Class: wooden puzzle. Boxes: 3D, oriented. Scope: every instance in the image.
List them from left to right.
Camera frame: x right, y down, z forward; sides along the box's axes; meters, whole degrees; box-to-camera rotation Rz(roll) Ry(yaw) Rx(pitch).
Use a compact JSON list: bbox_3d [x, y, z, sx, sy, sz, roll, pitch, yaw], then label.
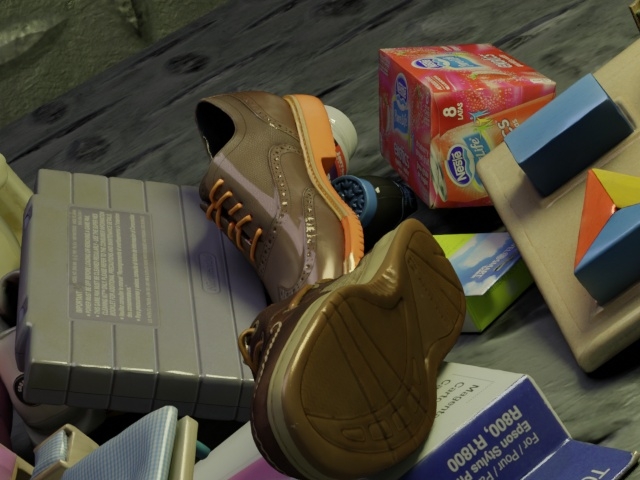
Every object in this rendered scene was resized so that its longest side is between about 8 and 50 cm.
[{"bbox_3d":[0.281,-0.091,1.332,0.322,0.080,0.348,-38,29,12],"label":"wooden puzzle"}]

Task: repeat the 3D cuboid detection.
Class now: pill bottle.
[{"bbox_3d":[-0.032,-0.078,1.900,0.108,0.108,0.193,-14,23,35],"label":"pill bottle"}]

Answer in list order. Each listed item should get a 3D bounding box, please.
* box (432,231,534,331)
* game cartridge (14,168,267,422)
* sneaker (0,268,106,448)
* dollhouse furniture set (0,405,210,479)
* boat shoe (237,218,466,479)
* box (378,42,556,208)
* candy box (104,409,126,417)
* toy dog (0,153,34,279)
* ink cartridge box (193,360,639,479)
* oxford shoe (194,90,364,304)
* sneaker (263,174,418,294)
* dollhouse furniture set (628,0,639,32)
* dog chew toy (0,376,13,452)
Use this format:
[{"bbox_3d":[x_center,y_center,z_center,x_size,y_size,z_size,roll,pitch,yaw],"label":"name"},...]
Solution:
[{"bbox_3d":[0.120,0.036,1.476,0.109,0.042,0.178,-41,22,-32],"label":"box"},{"bbox_3d":[-0.168,0.046,1.559,0.230,0.068,0.355,3,29,-9],"label":"game cartridge"},{"bbox_3d":[-0.258,0.074,1.668,0.122,0.146,0.330,-28,16,7],"label":"sneaker"},{"bbox_3d":[-0.222,0.173,1.130,0.303,0.198,0.286,-36,31,29],"label":"dollhouse furniture set"},{"bbox_3d":[0.007,0.088,1.184,0.123,0.123,0.342,-26,12,24],"label":"boat shoe"},{"bbox_3d":[0.144,-0.122,1.686,0.128,0.123,0.257,-4,16,-8],"label":"box"},{"bbox_3d":[-0.193,0.122,1.716,0.105,0.027,0.206,-15,22,28],"label":"candy box"},{"bbox_3d":[-0.486,0.037,1.971,0.395,0.285,0.408,-26,20,6],"label":"toy dog"},{"bbox_3d":[0.002,0.199,1.167,0.324,0.071,0.330,-37,19,-27],"label":"ink cartridge box"},{"bbox_3d":[-0.048,-0.008,1.540,0.132,0.130,0.364,8,37,-19],"label":"oxford shoe"},{"bbox_3d":[0.000,0.000,1.711,0.090,0.081,0.232,4,-23,-44],"label":"sneaker"},{"bbox_3d":[0.322,-0.197,1.726,0.161,0.101,0.182,-28,18,-2],"label":"dollhouse furniture set"},{"bbox_3d":[-0.374,0.196,1.518,0.206,0.207,0.332,-30,26,-7],"label":"dog chew toy"}]
